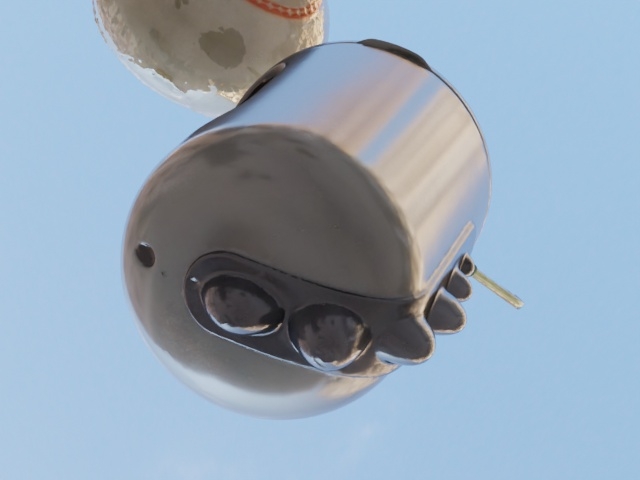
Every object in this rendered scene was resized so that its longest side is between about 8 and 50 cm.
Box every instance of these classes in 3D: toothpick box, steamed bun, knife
[{"bbox_3d":[0.000,0.000,1.094,0.229,0.229,0.316,26,-155,6],"label":"toothpick box"},{"bbox_3d":[-0.088,-0.230,1.470,0.231,0.145,0.232,23,-139,-21],"label":"steamed bun"},{"bbox_3d":[0.115,0.012,1.448,0.043,0.293,0.020,39,-86,39],"label":"knife"}]
